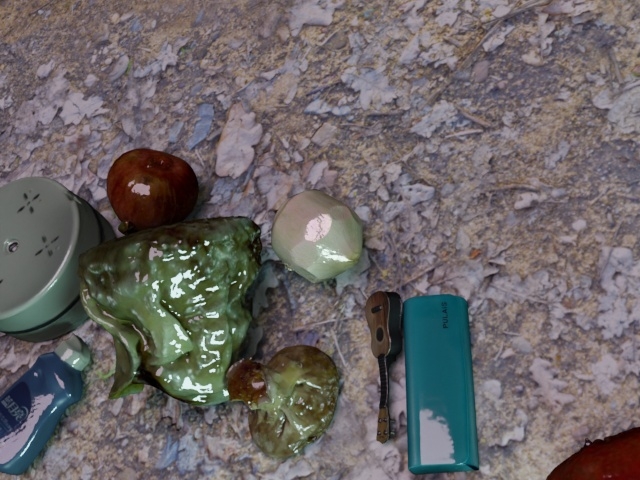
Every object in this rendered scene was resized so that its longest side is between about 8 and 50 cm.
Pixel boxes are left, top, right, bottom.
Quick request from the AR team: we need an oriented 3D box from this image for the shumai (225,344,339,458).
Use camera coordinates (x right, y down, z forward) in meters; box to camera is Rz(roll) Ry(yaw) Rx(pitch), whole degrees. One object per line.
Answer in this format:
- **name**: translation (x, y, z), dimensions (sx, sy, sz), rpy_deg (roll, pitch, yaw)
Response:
- **shumai**: translation (-0.069, 0.272, 1.574), dimensions (0.161, 0.153, 0.209), rpy_deg (31, 81, 39)

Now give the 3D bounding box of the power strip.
- **power strip**: translation (-0.628, 0.047, 1.916), dimensions (0.357, 0.161, 0.357), rpy_deg (-10, 62, 19)

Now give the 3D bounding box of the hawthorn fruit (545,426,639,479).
- **hawthorn fruit**: translation (0.452, 0.414, 1.222), dimensions (0.265, 0.265, 0.307), rpy_deg (-23, 76, 11)

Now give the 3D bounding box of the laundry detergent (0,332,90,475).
- **laundry detergent**: translation (-0.568, 0.320, 1.787), dimensions (0.143, 0.094, 0.290), rpy_deg (29, 78, 36)

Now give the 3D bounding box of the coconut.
- **coconut**: translation (0.000, 0.000, 1.677), dimensions (0.171, 0.171, 0.183), rpy_deg (-46, 54, -5)

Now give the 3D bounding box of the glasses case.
- **glasses case**: translation (0.201, 0.241, 1.522), dimensions (0.117, 0.070, 0.301), rpy_deg (-10, 60, 18)

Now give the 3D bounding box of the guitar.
- **guitar**: translation (0.117, 0.223, 1.571), dimensions (0.084, 0.038, 0.271), rpy_deg (144, 129, -58)

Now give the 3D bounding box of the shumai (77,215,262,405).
- **shumai**: translation (-0.249, 0.137, 1.648), dimensions (0.395, 0.395, 0.348), rpy_deg (-17, 85, 14)

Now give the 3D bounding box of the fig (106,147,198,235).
- **fig**: translation (-0.360, -0.093, 1.869), dimensions (0.205, 0.205, 0.205), rpy_deg (-10, 61, 18)
